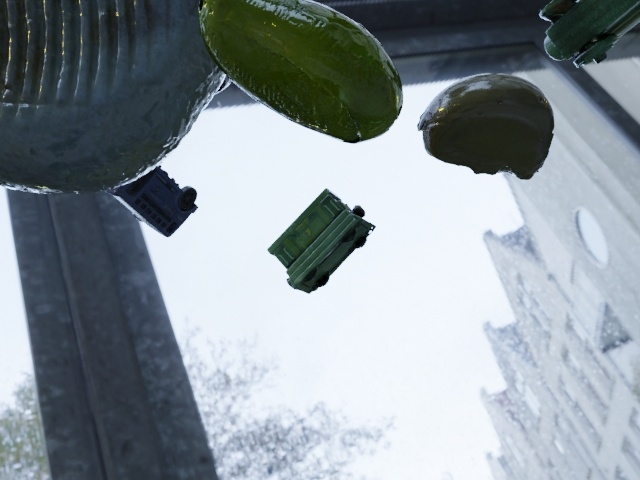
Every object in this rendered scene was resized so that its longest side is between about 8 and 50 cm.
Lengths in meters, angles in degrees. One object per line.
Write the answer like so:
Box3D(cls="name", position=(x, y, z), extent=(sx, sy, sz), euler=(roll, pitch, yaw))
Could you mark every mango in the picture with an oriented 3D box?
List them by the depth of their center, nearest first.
Box3D(cls="mango", position=(-0.012, -0.133, 0.590), extent=(0.074, 0.165, 0.091), euler=(-51, -4, -33))

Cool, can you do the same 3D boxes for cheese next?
Box3D(cls="cheese", position=(0.253, -0.178, 1.286), extent=(0.202, 0.091, 0.175), euler=(5, -46, -1))

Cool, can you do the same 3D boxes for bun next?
Box3D(cls="bun", position=(-0.273, -0.209, 0.886), extent=(0.361, 0.362, 0.211), euler=(-22, -12, -6))

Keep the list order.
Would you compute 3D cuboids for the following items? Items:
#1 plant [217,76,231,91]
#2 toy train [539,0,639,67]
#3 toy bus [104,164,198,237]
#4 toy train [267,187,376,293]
Box3D(cls="plant", position=(-0.225, -0.317, 1.615), extent=(0.094, 0.143, 0.092), euler=(-14, -74, 26))
Box3D(cls="toy train", position=(0.418, -0.341, 1.092), extent=(0.177, 0.116, 0.285), euler=(-31, -6, -29))
Box3D(cls="toy bus", position=(-0.390, -0.128, 1.774), extent=(0.133, 0.125, 0.292), euler=(-53, -33, -10))
Box3D(cls="toy train", position=(0.000, 0.000, 0.719), extent=(0.093, 0.056, 0.038), euler=(-46, -25, 9))
